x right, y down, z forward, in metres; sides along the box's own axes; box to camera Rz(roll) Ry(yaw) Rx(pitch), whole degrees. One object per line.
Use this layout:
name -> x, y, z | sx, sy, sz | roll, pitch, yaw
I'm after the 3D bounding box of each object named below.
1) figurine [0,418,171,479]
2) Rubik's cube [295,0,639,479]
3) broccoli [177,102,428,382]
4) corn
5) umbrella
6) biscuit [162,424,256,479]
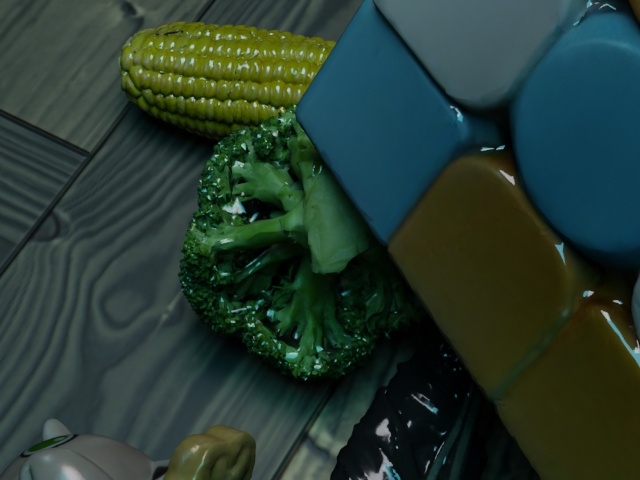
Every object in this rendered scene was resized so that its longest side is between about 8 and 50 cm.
figurine -> -0.148, 0.172, 0.892 | 0.138, 0.125, 0.125 | -5, 44, 52
Rubik's cube -> 0.257, -0.078, 0.840 | 0.347, 0.344, 0.346 | -16, 63, -40
broccoli -> 0.000, 0.000, 0.982 | 0.195, 0.156, 0.195 | 2, 83, -21
corn -> -0.007, -0.106, 1.080 | 0.292, 0.101, 0.101 | 12, 60, 10
umbrella -> 0.027, 0.182, 0.891 | 0.113, 0.106, 0.357 | 38, 58, -9
biscuit -> -0.093, 0.221, 0.852 | 0.040, 0.144, 0.236 | 10, 55, 35
